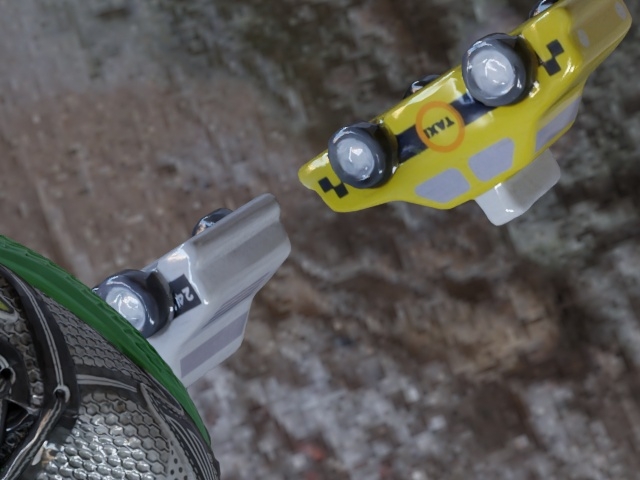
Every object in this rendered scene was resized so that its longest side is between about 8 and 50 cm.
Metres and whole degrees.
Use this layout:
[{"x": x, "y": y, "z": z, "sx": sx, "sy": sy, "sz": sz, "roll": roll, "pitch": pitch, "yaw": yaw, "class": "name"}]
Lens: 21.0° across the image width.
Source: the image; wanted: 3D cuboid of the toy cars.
[{"x": 0.000, "y": 0.000, "z": 0.887, "sx": 0.087, "sy": 0.393, "sz": 0.176, "roll": 57, "pitch": 175, "yaw": -2, "class": "toy cars"}]

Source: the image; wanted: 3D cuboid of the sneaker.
[{"x": -0.174, "y": 0.042, "z": 0.587, "sx": 0.343, "sy": 0.134, "sz": 0.146, "roll": 32, "pitch": 179, "yaw": -26, "class": "sneaker"}]
